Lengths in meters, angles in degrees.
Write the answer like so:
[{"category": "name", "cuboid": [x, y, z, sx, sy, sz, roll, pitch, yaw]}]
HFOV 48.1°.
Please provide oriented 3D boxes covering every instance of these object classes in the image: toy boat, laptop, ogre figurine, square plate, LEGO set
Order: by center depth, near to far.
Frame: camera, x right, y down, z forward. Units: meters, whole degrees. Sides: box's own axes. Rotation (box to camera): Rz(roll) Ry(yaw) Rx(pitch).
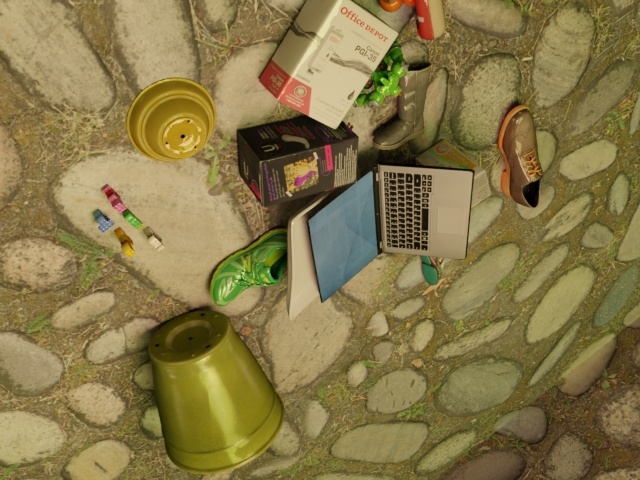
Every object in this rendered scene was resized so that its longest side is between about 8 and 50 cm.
[{"category": "toy boat", "cuboid": [0.215, -0.595, 1.733, 0.151, 0.151, 0.231, -9, 135, 12]}, {"category": "LEGO set", "cuboid": [-0.476, -0.019, 1.763, 0.087, 0.093, 0.227, -38, 135, -1]}, {"category": "ogre figurine", "cuboid": [0.150, -0.412, 1.827, 0.197, 0.118, 0.097, -37, 135, -1]}, {"category": "laptop", "cuboid": [0.204, -0.002, 2.001, 0.408, 0.236, 0.382, 6, 142, 12]}, {"category": "square plate", "cuboid": [0.000, 0.000, 2.014, 0.344, 0.049, 0.347, -43, 146, -44]}]

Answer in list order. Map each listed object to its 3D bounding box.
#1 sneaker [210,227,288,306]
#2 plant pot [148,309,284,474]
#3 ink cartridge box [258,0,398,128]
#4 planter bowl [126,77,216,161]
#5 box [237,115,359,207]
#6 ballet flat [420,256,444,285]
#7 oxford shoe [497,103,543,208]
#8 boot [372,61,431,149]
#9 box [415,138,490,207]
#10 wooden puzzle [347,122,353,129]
[{"category": "sneaker", "cuboid": [-0.185, 0.082, 2.000, 0.295, 0.123, 0.109, -40, 133, 0]}, {"category": "plant pot", "cuboid": [-0.323, 0.403, 2.041, 0.367, 0.366, 0.353, -23, 122, -14]}, {"category": "ink cartridge box", "cuboid": [0.018, -0.442, 1.722, 0.207, 0.117, 0.283, 20, 112, -40]}, {"category": "planter bowl", "cuboid": [-0.332, -0.259, 1.669, 0.217, 0.090, 0.217, -16, 130, -20]}, {"category": "box", "cuboid": [-0.057, -0.211, 1.822, 0.270, 0.165, 0.143, -16, 131, -21]}, {"category": "ballet flat", "cuboid": [0.369, 0.061, 2.371, 0.079, 0.077, 0.221, -47, 137, -19]}, {"category": "oxford shoe", "cuboid": [0.647, -0.259, 2.242, 0.130, 0.132, 0.363, -28, 134, -10]}, {"category": "boot", "cuboid": [0.221, -0.365, 1.939, 0.190, 0.076, 0.208, -30, 143, -28]}, {"category": "box", "cuboid": [0.383, -0.188, 2.086, 0.114, 0.203, 0.103, -34, 135, -7]}, {"category": "wooden puzzle", "cuboid": [0.061, -0.281, 1.922, 0.006, 0.049, 0.083, 4, 121, -35]}]
